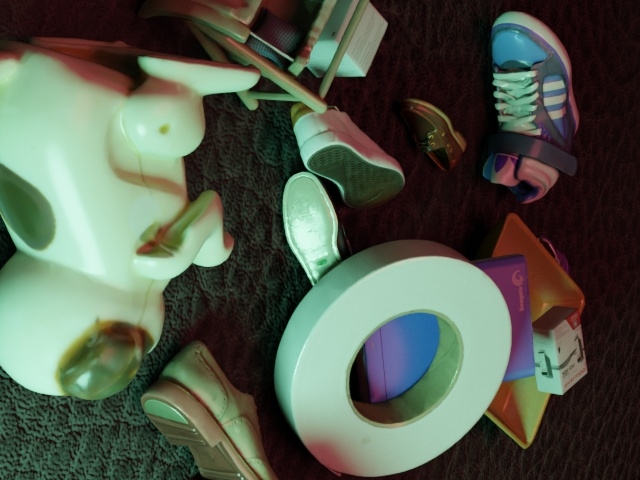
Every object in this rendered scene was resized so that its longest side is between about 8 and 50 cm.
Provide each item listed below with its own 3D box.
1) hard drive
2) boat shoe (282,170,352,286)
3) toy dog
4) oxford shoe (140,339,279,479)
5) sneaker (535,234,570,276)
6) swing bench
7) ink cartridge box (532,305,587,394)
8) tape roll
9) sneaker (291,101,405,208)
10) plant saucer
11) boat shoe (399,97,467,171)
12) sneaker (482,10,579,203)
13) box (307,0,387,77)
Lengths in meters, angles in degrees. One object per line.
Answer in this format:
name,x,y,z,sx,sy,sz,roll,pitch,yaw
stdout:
hard drive,0.207,0.148,2.058,0.318,0.040,0.210,-8,96,-24
boat shoe,0.000,0.000,1.901,0.079,0.084,0.233,-79,151,-70
toy dog,-0.264,-0.018,1.430,0.395,0.284,0.408,-15,114,-62
oxford shoe,-0.113,0.286,1.770,0.130,0.123,0.348,-58,133,-32
sneaker,0.441,0.039,2.396,0.170,0.068,0.071,56,41,-46
swing bench,-0.072,-0.347,1.693,0.254,0.165,0.253,39,67,-43
ink cartridge box,0.439,0.202,2.288,0.099,0.056,0.135,-31,116,-42
tape roll,0.116,0.187,1.924,0.392,0.072,0.392,-12,119,-22
sneaker,0.044,-0.141,1.898,0.290,0.106,0.123,38,26,-61
plant saucer,0.335,0.166,2.270,0.333,0.081,0.333,43,64,-42
boat shoe,0.186,-0.176,2.072,0.178,0.064,0.060,40,64,-46
sneaker,0.356,-0.216,2.203,0.236,0.130,0.323,-60,139,-29
box,0.025,-0.308,1.851,0.087,0.101,0.102,41,64,-42
